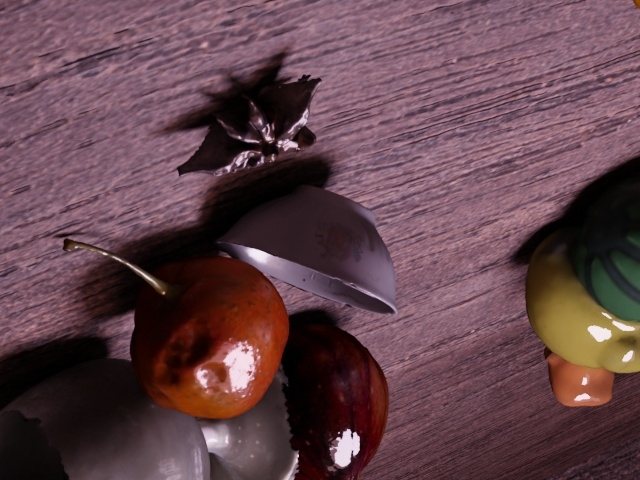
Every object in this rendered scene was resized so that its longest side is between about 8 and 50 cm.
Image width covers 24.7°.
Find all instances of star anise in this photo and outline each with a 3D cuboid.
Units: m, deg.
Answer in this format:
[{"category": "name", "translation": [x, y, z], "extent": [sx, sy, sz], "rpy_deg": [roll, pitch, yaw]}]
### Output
[{"category": "star anise", "translation": [-0.060, -0.084, 1.206], "extent": [0.129, 0.056, 0.124], "rpy_deg": [-24, 160, -12]}]

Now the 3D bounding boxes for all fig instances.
[{"category": "fig", "translation": [0.004, 0.231, 1.760], "extent": [0.186, 0.250, 0.204], "rpy_deg": [-14, 156, -8]}]

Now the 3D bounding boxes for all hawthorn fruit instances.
[{"category": "hawthorn fruit", "translation": [-0.135, 0.056, 1.374], "extent": [0.165, 0.165, 0.285], "rpy_deg": [-29, 138, 3]}]

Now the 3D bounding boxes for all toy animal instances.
[{"category": "toy animal", "translation": [0.370, 0.054, 1.892], "extent": [0.191, 0.216, 0.338], "rpy_deg": [11, 141, -18]}]

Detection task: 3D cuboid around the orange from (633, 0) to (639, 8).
[{"category": "orange", "translation": [0.316, -0.236, 1.319], "extent": [0.086, 0.062, 0.086], "rpy_deg": [-22, 158, -9]}]

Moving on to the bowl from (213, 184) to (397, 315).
[{"category": "bowl", "translation": [0.000, 0.000, 1.398], "extent": [0.086, 0.189, 0.189], "rpy_deg": [-68, 161, -9]}]

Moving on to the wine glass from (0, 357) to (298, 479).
[{"category": "wine glass", "translation": [-0.192, 0.232, 1.548], "extent": [0.323, 0.238, 0.238], "rpy_deg": [-11, 154, -45]}]
